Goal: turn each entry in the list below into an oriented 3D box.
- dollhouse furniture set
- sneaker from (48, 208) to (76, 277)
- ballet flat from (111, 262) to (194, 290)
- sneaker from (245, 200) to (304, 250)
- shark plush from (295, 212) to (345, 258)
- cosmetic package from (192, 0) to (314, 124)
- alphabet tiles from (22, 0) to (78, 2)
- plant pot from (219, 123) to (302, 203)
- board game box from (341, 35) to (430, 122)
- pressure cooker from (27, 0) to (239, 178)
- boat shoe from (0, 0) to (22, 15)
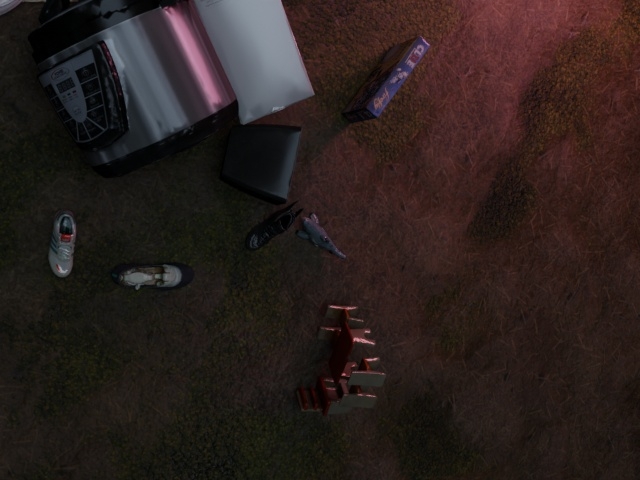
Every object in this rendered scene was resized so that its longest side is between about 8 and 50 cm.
[{"bbox_3d":[0.039,0.332,1.891,0.135,0.262,0.259,6,123,-20],"label":"dollhouse furniture set"},{"bbox_3d":[-0.600,0.008,1.699,0.057,0.075,0.162,5,91,-22],"label":"sneaker"},{"bbox_3d":[-0.404,0.090,1.785,0.203,0.074,0.074,2,93,-22],"label":"ballet flat"},{"bbox_3d":[-0.118,-0.037,1.878,0.170,0.089,0.051,-44,107,-14],"label":"sneaker"},{"bbox_3d":[0.000,0.000,1.938,0.073,0.067,0.161,-39,106,-15],"label":"shark plush"},{"bbox_3d":[-0.172,-0.486,1.734,0.196,0.155,0.366,-21,111,-5],"label":"cosmetic package"},{"bbox_3d":[-0.685,-0.641,1.659,0.237,0.009,0.199,-7,97,-20],"label":"alphabet tiles"},{"bbox_3d":[-0.156,-0.197,1.813,0.166,0.187,0.188,11,89,-10],"label":"plant pot"},{"bbox_3d":[0.169,-0.420,1.925,0.042,0.165,0.243,40,80,-19],"label":"board game box"},{"bbox_3d":[-0.417,-0.387,1.587,0.369,0.375,0.421,-27,107,-11],"label":"pressure cooker"},{"bbox_3d":[-0.775,-0.522,1.580,0.277,0.096,0.098,-23,105,-17],"label":"boat shoe"}]
